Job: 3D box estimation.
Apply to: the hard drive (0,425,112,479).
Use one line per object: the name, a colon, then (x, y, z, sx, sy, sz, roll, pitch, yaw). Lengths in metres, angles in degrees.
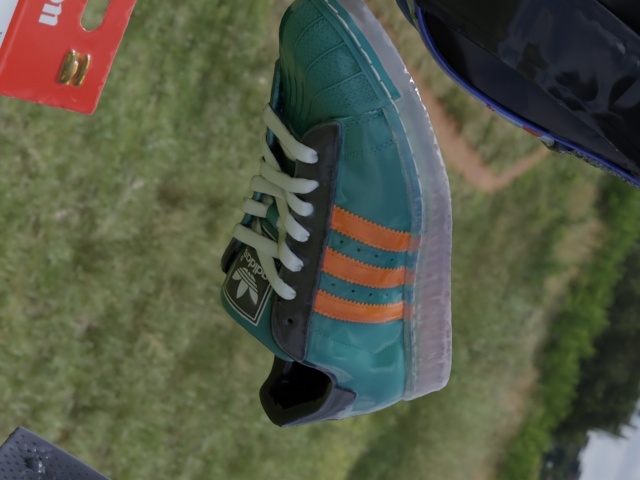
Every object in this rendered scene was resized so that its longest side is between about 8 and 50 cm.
hard drive: (-0.187, 0.275, 1.172, 0.054, 0.255, 0.172, -55, -178, 24)

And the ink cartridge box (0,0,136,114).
ink cartridge box: (-0.297, -0.274, 1.346, 0.385, 0.091, 0.308, 9, 109, -48)

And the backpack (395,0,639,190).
backpack: (0.176, -0.171, 0.807, 0.276, 0.263, 0.213, -63, -158, 14)

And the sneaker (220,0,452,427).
sneaker: (0.000, 0.000, 0.787, 0.121, 0.108, 0.302, -23, 133, -14)
